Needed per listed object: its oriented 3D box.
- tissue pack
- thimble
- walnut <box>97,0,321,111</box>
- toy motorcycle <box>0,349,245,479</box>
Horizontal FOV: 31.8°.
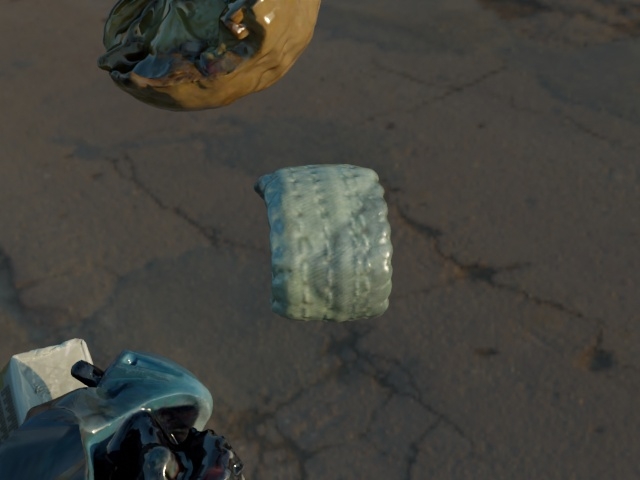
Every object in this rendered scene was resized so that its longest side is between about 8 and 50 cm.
[{"bbox_3d":[-0.305,0.221,1.313,0.145,0.159,0.229,-11,-15,-30],"label":"tissue pack"},{"bbox_3d":[0.000,0.000,1.520,0.172,0.204,0.250,-3,41,-5],"label":"thimble"},{"bbox_3d":[-0.109,-0.208,1.145,0.238,0.141,0.204,15,68,48],"label":"walnut"},{"bbox_3d":[-0.257,0.231,1.066,0.416,0.172,0.232,-19,36,15],"label":"toy motorcycle"}]
